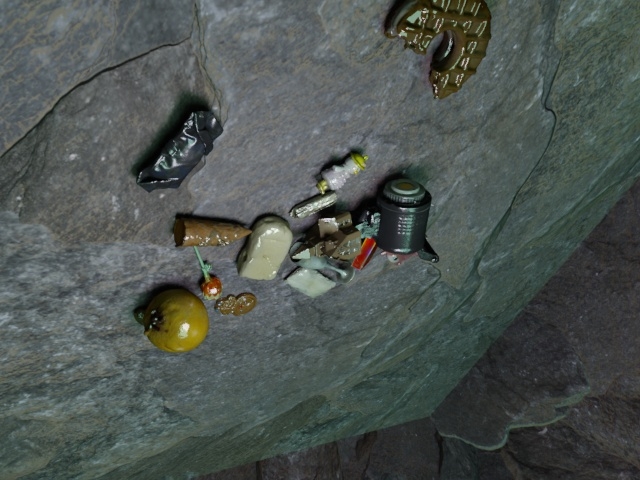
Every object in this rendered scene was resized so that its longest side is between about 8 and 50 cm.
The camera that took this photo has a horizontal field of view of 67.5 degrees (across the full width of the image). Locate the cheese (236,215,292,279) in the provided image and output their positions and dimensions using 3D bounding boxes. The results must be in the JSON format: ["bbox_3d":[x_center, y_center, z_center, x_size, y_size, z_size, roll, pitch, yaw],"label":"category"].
[{"bbox_3d":[-0.200,0.030,1.724,0.159,0.093,0.263,4,127,-39],"label":"cheese"}]

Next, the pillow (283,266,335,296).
[{"bbox_3d":[-0.042,0.175,2.003,0.128,0.051,0.229,-36,139,17],"label":"pillow"}]

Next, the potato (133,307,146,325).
[{"bbox_3d":[-0.645,0.278,1.734,0.051,0.040,0.083,0,134,5],"label":"potato"}]

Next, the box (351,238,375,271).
[{"bbox_3d":[0.198,0.032,1.970,0.112,0.048,0.175,-38,158,-56],"label":"box"}]

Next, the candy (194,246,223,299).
[{"bbox_3d":[-0.413,0.098,1.694,0.078,0.084,0.288,-23,130,-15],"label":"candy"}]

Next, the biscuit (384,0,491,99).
[{"bbox_3d":[0.366,-0.604,1.411,0.268,0.115,0.366,-43,140,13],"label":"biscuit"}]

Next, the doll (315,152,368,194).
[{"bbox_3d":[0.074,-0.232,1.635,0.207,0.081,0.129,-34,159,-1],"label":"doll"}]

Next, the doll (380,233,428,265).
[{"bbox_3d":[0.351,0.002,2.035,0.211,0.093,0.262,1,127,-20],"label":"doll"}]

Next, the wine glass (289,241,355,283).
[{"bbox_3d":[0.052,0.136,1.855,0.309,0.264,0.096,27,105,-45],"label":"wine glass"}]

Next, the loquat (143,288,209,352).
[{"bbox_3d":[-0.511,0.284,1.688,0.243,0.244,0.244,-17,138,-16],"label":"loquat"}]

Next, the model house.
[{"bbox_3d":[0.000,0.000,1.729,0.248,0.181,0.176,-24,124,-26],"label":"model house"}]

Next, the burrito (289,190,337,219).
[{"bbox_3d":[-0.025,-0.123,1.713,0.188,0.045,0.058,-25,115,-4],"label":"burrito"}]

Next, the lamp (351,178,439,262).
[{"bbox_3d":[0.315,-0.092,1.805,0.374,0.205,0.272,12,120,-21],"label":"lamp"}]

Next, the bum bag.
[{"bbox_3d":[-0.389,-0.240,1.341,0.310,0.074,0.137,-41,153,21],"label":"bum bag"}]

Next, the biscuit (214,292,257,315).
[{"bbox_3d":[-0.337,0.261,1.924,0.175,0.026,0.124,1,130,-33],"label":"biscuit"}]

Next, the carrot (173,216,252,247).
[{"bbox_3d":[-0.346,-0.028,1.575,0.263,0.102,0.102,-2,132,-35],"label":"carrot"}]
